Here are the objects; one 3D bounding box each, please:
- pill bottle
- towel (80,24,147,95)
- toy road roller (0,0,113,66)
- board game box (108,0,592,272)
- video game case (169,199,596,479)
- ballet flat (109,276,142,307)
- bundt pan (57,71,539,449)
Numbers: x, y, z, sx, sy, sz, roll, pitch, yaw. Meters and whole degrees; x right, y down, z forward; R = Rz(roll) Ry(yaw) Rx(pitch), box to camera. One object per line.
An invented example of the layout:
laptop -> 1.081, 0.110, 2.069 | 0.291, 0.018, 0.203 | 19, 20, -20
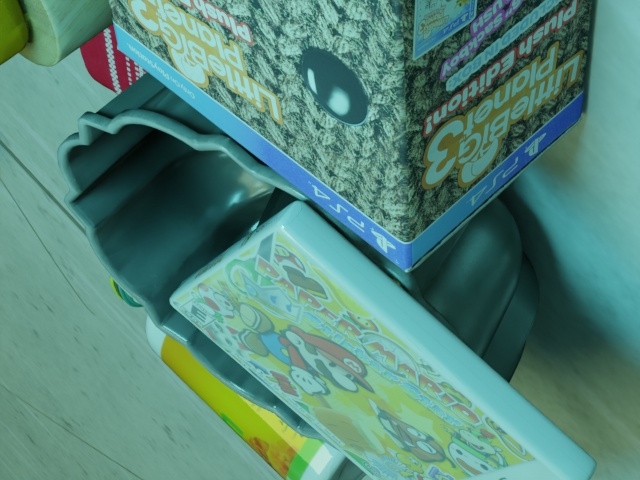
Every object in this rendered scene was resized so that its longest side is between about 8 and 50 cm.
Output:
pill bottle -> -0.043, 0.068, 1.414 | 0.245, 0.136, 0.136 | 42, 157, 16
towel -> -0.089, -0.117, 1.340 | 0.275, 0.031, 0.199 | 36, 156, 29
toy road roller -> -0.219, -0.276, 1.090 | 0.329, 0.202, 0.240 | 37, 155, 31
board game box -> 0.005, -0.169, 0.925 | 0.232, 0.141, 0.291 | 38, 155, 26
video game case -> 0.029, 0.082, 1.117 | 0.227, 0.026, 0.206 | 42, 155, -7
ballet flat -> -0.145, -0.029, 1.555 | 0.231, 0.077, 0.077 | 103, 144, -61
bundt pan -> 0.000, 0.000, 1.195 | 0.331, 0.124, 0.331 | 31, 154, 17
